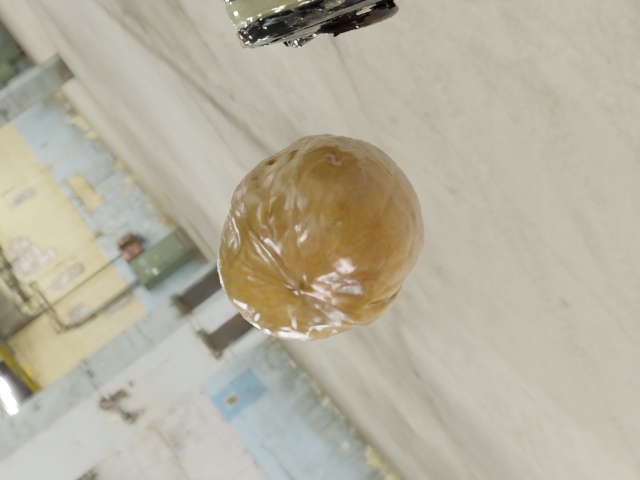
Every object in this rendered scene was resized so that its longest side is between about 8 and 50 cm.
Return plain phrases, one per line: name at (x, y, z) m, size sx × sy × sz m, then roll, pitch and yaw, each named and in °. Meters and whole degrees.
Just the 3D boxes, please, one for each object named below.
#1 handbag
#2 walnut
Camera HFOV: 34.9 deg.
handbag at (0.016, -0.284, 0.942) m, size 0.181 × 0.254 × 0.181 m, roll 68°, pitch 170°, yaw -14°
walnut at (0.000, 0.000, 0.956) m, size 0.195 × 0.195 × 0.222 m, roll 54°, pitch -161°, yaw -10°
